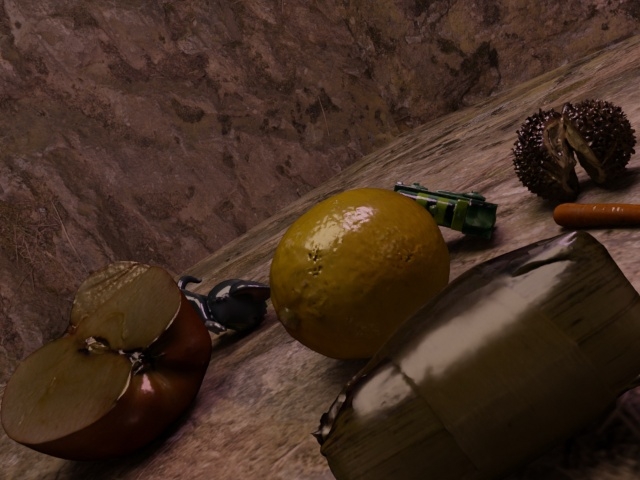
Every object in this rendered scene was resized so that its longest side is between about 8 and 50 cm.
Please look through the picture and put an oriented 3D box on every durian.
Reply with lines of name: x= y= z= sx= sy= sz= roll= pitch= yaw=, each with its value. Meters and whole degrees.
durian: x=0.420 y=-0.164 z=0.791 sx=0.196 sy=0.167 sz=0.196 roll=-16 pitch=50 yaw=20

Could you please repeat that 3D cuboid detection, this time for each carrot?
carrot: x=0.402 y=-0.036 z=0.639 sx=0.037 sy=0.037 sz=0.190 roll=-33 pitch=14 yaw=-18

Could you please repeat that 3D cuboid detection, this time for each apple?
apple: x=-0.374 y=0.209 z=0.839 sx=0.365 sy=0.328 sz=0.295 roll=2 pitch=3 yaw=36

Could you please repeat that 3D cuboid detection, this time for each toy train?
toy train: x=0.218 y=-0.059 z=0.857 sx=0.200 sy=0.083 sz=0.132 roll=11 pitch=7 yaw=16

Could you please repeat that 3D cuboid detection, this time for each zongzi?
zongzi: x=0.131 y=0.120 z=0.463 sx=0.274 sy=0.145 sz=0.300 roll=-34 pitch=-5 yaw=2

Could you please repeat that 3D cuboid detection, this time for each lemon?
lemon: x=0.057 y=0.043 z=0.656 sx=0.263 sy=0.236 sz=0.236 roll=-53 pitch=20 yaw=-22

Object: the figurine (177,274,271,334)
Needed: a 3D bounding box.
figurine: x=-0.248 y=0.147 z=1.065 sx=0.193 sy=0.265 sz=0.140 roll=102 pitch=-176 yaw=-64
